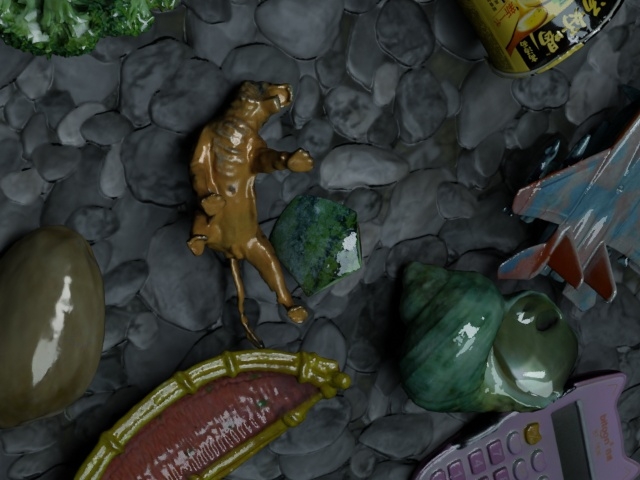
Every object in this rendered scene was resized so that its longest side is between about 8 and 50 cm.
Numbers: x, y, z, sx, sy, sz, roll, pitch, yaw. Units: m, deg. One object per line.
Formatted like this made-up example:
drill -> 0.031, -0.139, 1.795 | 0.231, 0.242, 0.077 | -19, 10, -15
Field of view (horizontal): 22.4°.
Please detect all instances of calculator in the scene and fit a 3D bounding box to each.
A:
calculator -> 0.218, 0.259, 1.780 | 0.294, 0.043, 0.194 | -25, 123, -17

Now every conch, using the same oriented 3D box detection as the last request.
conch -> 0.154, 0.100, 1.616 | 0.176, 0.122, 0.188 | -42, 128, -3

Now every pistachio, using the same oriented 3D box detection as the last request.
pistachio -> -0.243, 0.077, 1.377 | 0.185, 0.126, 0.108 | -64, 169, 3

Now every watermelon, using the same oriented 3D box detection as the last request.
watermelon -> -0.005, 0.002, 1.524 | 0.085, 0.072, 0.092 | -23, 83, -9

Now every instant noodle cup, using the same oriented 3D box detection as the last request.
instant noodle cup -> 0.187, -0.242, 1.484 | 0.151, 0.151, 0.122 | -44, 115, -8

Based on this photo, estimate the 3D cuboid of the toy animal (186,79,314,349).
toy animal -> -0.075, -0.011, 1.456 | 0.114, 0.116, 0.255 | -5, 122, -15

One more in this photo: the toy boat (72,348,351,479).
toy boat -> -0.126, 0.189, 1.499 | 0.318, 0.099, 0.141 | -32, 126, -13

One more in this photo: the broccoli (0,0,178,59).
broccoli -> -0.186, -0.270, 1.189 | 0.261, 0.242, 0.269 | 53, 49, -17

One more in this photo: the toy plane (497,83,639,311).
toy plane -> 0.305, -0.083, 1.642 | 0.223, 0.104, 0.326 | 21, 97, -37
